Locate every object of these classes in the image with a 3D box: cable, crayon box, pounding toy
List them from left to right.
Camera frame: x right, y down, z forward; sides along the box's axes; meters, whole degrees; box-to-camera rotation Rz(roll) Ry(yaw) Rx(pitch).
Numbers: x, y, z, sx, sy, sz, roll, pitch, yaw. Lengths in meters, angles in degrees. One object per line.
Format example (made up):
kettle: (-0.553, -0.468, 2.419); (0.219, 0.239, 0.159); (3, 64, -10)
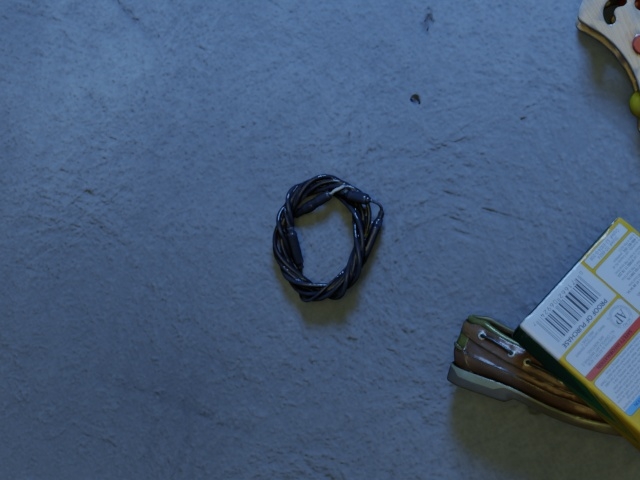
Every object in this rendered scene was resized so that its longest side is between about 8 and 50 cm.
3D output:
cable: (0.000, 0.000, 1.849); (0.150, 0.047, 0.184); (25, 98, 11)
pounding toy: (0.423, -0.279, 1.688); (0.154, 0.155, 0.270); (-11, 89, 8)
crayon box: (0.438, 0.154, 1.663); (0.323, 0.083, 0.203); (42, 79, 10)

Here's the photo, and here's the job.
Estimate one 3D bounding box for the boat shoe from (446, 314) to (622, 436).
boat shoe: (0.329, 0.184, 1.747); (0.307, 0.111, 0.104); (15, 96, 12)
